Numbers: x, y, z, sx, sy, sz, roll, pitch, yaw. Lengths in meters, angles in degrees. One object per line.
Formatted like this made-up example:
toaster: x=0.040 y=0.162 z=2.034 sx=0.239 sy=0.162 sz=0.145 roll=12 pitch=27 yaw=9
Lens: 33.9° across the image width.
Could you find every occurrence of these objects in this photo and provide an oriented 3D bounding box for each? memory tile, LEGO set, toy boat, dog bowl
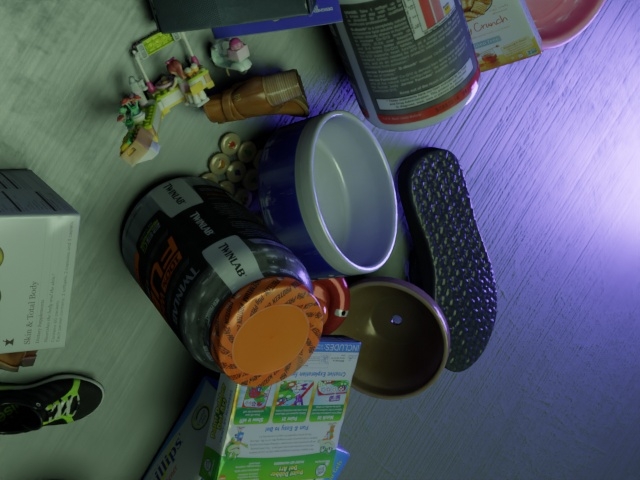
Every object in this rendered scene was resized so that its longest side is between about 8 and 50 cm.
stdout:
memory tile: x=-0.146 y=-0.096 z=1.712 sx=0.113 sy=0.012 sz=0.148 roll=26 pitch=94 yaw=-41
LEGO set: x=-0.232 y=-0.224 z=1.510 sx=0.287 sy=0.132 sz=0.107 roll=-49 pitch=129 yaw=-38
toy boat: x=-0.040 y=0.108 z=1.792 sx=0.231 sy=0.151 sz=0.151 roll=11 pitch=104 yaw=-39
dog bowl: x=0.015 y=-0.071 z=1.697 sx=0.265 sy=0.104 sz=0.265 roll=25 pitch=59 yaw=-52

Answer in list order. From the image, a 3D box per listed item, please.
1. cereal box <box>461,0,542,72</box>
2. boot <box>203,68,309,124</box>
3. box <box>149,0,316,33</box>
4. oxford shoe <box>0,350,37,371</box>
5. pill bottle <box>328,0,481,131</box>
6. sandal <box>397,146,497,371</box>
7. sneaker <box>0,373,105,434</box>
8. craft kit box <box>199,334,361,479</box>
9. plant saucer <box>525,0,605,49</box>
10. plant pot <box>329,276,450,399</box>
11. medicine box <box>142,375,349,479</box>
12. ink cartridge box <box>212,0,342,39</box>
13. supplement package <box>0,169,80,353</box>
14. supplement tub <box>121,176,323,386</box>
cereal box: x=0.256 y=-0.392 z=1.785 sx=0.240 sy=0.173 sz=0.047 roll=52 pitch=33 yaw=-39
boot: x=-0.101 y=-0.218 z=1.642 sx=0.152 sy=0.197 sz=0.073 roll=-16 pitch=83 yaw=4
box: x=-0.135 y=-0.394 z=1.463 sx=0.232 sy=0.059 sz=0.183 roll=-4 pitch=123 yaw=13
oxford shoe: x=-0.447 y=0.142 z=1.498 sx=0.076 sy=0.212 sz=0.076 roll=23 pitch=90 yaw=-2
pill bottle: x=0.112 y=-0.371 z=1.647 sx=0.210 sy=0.210 sz=0.363 roll=-37 pitch=128 yaw=-18
sandal: x=0.235 y=0.034 z=2.012 sx=0.167 sy=0.107 sz=0.446 roll=-21 pitch=109 yaw=-27
sneaker: x=-0.433 y=0.266 z=1.607 sx=0.234 sy=0.097 sz=0.084 roll=-2 pitch=112 yaw=-36
craft kit box: x=-0.062 y=0.275 z=1.730 sx=0.249 sy=0.061 sz=0.247 roll=7 pitch=96 yaw=-41
plant saucer: x=0.400 y=-0.512 z=1.882 sx=0.332 sy=0.084 sz=0.332 roll=-15 pitch=118 yaw=-30
plant pot: x=0.128 y=0.165 z=1.939 sx=0.110 sy=0.237 sz=0.237 roll=-50 pitch=147 yaw=-63
medicine box: x=-0.140 y=0.421 z=1.864 sx=0.289 sy=0.149 sz=0.264 roll=30 pitch=91 yaw=-41
ink cartridge box: x=-0.085 y=-0.392 z=1.522 sx=0.206 sy=0.045 sz=0.208 roll=-6 pitch=124 yaw=12
supplement package: x=-0.487 y=0.027 z=1.391 sx=0.262 sy=0.198 sz=0.199 roll=-2 pitch=112 yaw=-36
supplement tub: x=-0.146 y=0.059 z=1.557 sx=0.207 sy=0.338 sz=0.207 roll=-15 pitch=123 yaw=-25
